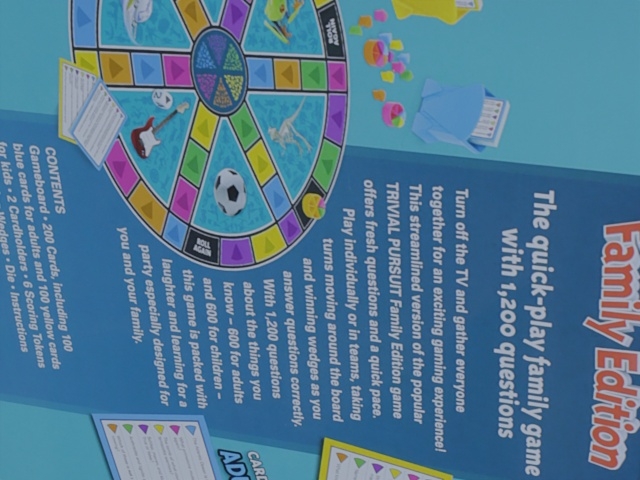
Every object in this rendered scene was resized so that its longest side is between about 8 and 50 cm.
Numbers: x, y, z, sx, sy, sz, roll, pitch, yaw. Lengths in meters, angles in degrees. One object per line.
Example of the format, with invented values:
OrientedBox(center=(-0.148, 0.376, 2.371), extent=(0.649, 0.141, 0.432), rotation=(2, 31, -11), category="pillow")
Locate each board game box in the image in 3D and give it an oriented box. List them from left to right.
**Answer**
OrientedBox(center=(0.000, 0.000, 0.446), extent=(0.336, 0.079, 0.253), rotation=(7, 122, 17), category="board game box")
